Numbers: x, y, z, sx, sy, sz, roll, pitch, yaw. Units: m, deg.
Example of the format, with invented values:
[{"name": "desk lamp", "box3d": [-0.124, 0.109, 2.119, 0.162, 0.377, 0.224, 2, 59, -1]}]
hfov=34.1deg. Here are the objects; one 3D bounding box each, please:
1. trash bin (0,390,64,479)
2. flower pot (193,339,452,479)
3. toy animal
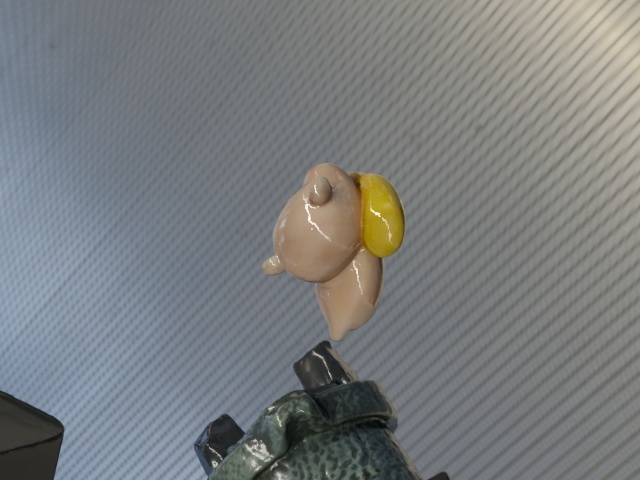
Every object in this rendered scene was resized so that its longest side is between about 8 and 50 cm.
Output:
[{"name": "trash bin", "box3d": [-0.252, 0.188, 0.582, 0.165, 0.115, 0.225, 21, 98, 21]}, {"name": "flower pot", "box3d": [-0.004, 0.299, 1.327, 0.299, 0.299, 0.283, -45, 61, 20]}, {"name": "toy animal", "box3d": [0.000, 0.000, 0.671, 0.091, 0.082, 0.114, -117, 34, -49]}]
